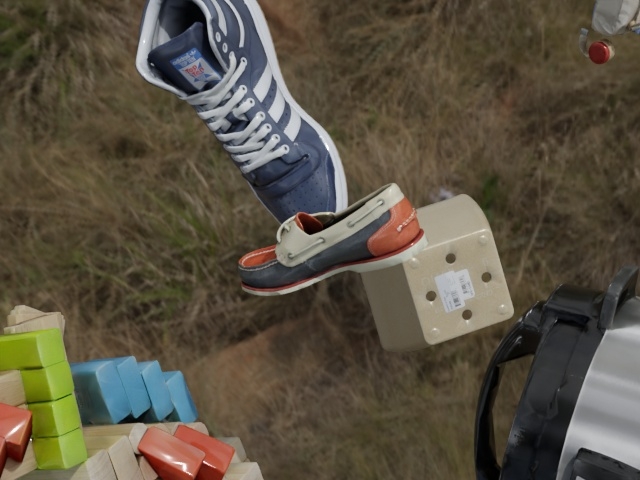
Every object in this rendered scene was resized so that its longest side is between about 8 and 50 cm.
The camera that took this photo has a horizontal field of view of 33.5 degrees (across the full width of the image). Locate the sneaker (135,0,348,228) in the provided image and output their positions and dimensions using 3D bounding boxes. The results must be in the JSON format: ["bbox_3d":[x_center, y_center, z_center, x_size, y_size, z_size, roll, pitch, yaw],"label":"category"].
[{"bbox_3d":[-0.078,-0.123,1.014,0.099,0.153,0.282,-27,85,22],"label":"sneaker"}]

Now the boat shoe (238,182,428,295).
[{"bbox_3d":[0.000,0.000,0.647,0.137,0.043,0.049,-15,24,37],"label":"boat shoe"}]

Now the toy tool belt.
[{"bbox_3d":[0.250,-0.190,0.878,0.051,0.083,0.052,-26,43,-37],"label":"toy tool belt"}]

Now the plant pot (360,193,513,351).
[{"bbox_3d":[0.097,0.031,0.849,0.109,0.096,0.109,-18,98,-8],"label":"plant pot"}]

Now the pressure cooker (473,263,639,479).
[{"bbox_3d":[0.373,0.256,1.188,0.421,0.375,0.369,16,73,26],"label":"pressure cooker"}]

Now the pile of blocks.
[{"bbox_3d":[-0.135,0.120,0.702,0.113,0.362,0.148,-9,71,31],"label":"pile of blocks"}]
